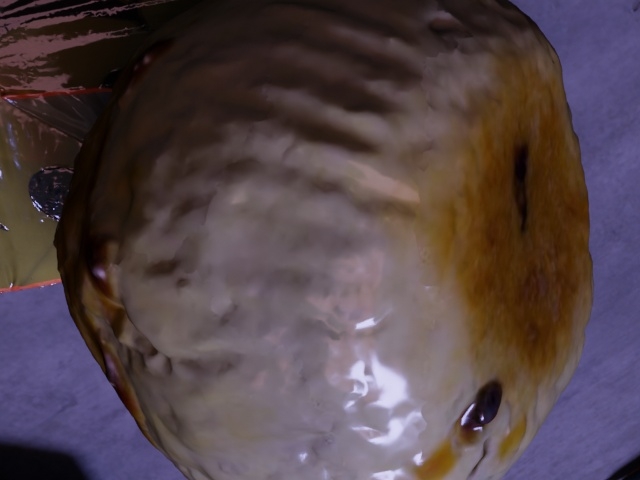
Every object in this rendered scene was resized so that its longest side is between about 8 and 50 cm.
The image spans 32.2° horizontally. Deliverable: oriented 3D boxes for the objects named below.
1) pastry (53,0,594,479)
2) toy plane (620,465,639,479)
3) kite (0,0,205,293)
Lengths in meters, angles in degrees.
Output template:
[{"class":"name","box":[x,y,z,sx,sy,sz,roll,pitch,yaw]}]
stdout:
[{"class":"pastry","box":[0.000,0.000,0.748,0.312,0.388,0.388,6,131,35]},{"class":"toy plane","box":[0.432,0.186,1.090,0.326,0.104,0.223,-31,95,10]},{"class":"kite","box":[-0.187,-0.074,0.851,0.327,0.013,0.377,29,109,-27]}]
